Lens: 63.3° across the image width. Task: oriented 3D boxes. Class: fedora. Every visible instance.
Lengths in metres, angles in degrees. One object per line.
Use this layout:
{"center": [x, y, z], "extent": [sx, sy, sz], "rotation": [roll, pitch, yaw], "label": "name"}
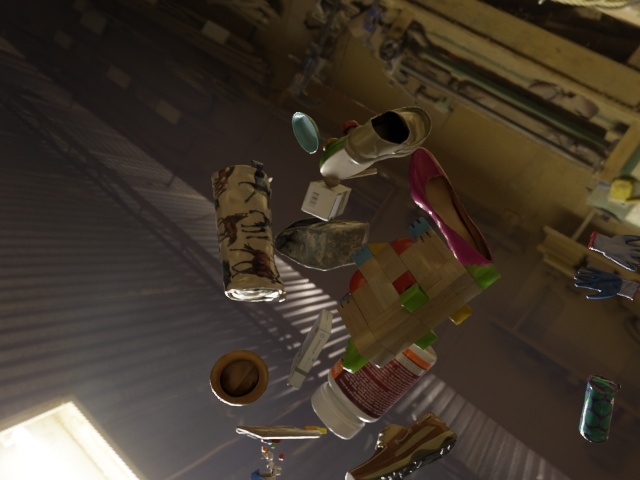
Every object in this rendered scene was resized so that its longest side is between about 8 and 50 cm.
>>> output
{"center": [-0.257, 0.431, 1.672], "extent": [0.194, 0.194, 0.079], "rotation": [29, -171, -5], "label": "fedora"}

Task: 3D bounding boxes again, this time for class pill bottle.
{"center": [0.167, 0.439, 1.692], "extent": [0.224, 0.392, 0.224], "rotation": [42, -172, -7], "label": "pill bottle"}

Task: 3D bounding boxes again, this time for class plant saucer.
{"center": [-0.036, -0.304, 1.447], "extent": [0.119, 0.021, 0.119], "rotation": [44, 152, 31], "label": "plant saucer"}

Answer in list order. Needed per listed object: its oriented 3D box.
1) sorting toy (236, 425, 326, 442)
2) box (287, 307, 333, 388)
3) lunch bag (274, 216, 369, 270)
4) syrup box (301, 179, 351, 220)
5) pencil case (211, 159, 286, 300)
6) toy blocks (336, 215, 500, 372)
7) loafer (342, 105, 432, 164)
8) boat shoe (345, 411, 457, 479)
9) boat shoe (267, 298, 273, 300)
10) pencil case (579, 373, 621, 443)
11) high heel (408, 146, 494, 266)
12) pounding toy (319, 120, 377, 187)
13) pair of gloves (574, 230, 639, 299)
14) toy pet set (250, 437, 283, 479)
{"center": [-0.103, 0.657, 1.764], "extent": [0.307, 0.041, 0.229], "rotation": [13, 161, -32], "label": "sorting toy"}
{"center": [-0.026, 0.294, 1.432], "extent": [0.038, 0.186, 0.145], "rotation": [27, -165, -3], "label": "box"}
{"center": [0.000, 0.000, 1.892], "extent": [0.235, 0.169, 0.287], "rotation": [-9, -167, -44], "label": "lunch bag"}
{"center": [0.023, -0.135, 1.680], "extent": [0.096, 0.093, 0.237], "rotation": [23, -167, 9], "label": "syrup box"}
{"center": [-0.201, -0.019, 1.475], "extent": [0.183, 0.160, 0.411], "rotation": [-4, -114, -15], "label": "pencil case"}
{"center": [0.173, 0.097, 1.205], "extent": [0.190, 0.381, 0.261], "rotation": [40, -166, -42], "label": "toy blocks"}
{"center": [0.168, -0.237, 1.138], "extent": [0.268, 0.092, 0.102], "rotation": [-30, -92, -38], "label": "loafer"}
{"center": [0.199, 0.540, 1.337], "extent": [0.323, 0.123, 0.120], "rotation": [-12, -132, -30], "label": "boat shoe"}
{"center": [-0.254, 0.183, 2.034], "extent": [0.170, 0.059, 0.063], "rotation": [40, -131, -10], "label": "boat shoe"}
{"center": [0.634, 0.383, 1.184], "extent": [0.064, 0.152, 0.070], "rotation": [18, -152, 40], "label": "pencil case"}
{"center": [0.363, -0.095, 1.414], "extent": [0.377, 0.127, 0.181], "rotation": [68, 158, 1], "label": "high heel"}
{"center": [0.072, -0.263, 1.516], "extent": [0.237, 0.182, 0.110], "rotation": [76, 174, -71], "label": "pounding toy"}
{"center": [0.764, 0.071, 1.358], "extent": [0.159, 0.198, 0.023], "rotation": [17, -159, 15], "label": "pair of gloves"}
{"center": [-0.156, 0.610, 1.401], "extent": [0.065, 0.114, 0.122], "rotation": [10, 176, -23], "label": "toy pet set"}
